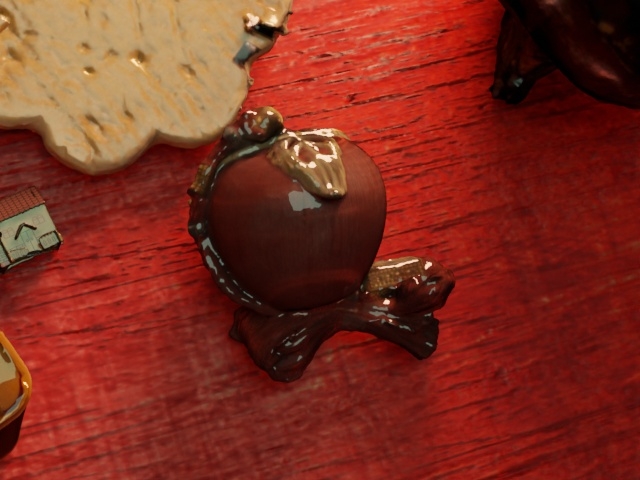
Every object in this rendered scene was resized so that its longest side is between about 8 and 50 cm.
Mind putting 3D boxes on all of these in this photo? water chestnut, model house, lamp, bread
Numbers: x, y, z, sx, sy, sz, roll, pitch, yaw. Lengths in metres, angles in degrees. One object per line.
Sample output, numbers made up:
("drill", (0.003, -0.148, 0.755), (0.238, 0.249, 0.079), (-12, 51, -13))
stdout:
("water chestnut", (0.246, -0.234, 1.232), (0.300, 0.300, 0.300), (3, 75, -13))
("model house", (-0.259, -0.006, 1.134), (0.083, 0.057, 0.058), (-24, 87, -16))
("lamp", (-0.003, -0.007, 1.160), (0.215, 0.151, 0.223), (-11, 122, -10))
("bread", (-0.180, -0.205, 1.194), (0.316, 0.054, 0.316), (1, 83, -9))

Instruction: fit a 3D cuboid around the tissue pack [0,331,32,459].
("tissue pack", (-0.312, 0.123, 0.974), (0.194, 0.274, 0.145), (-38, 88, -18))
